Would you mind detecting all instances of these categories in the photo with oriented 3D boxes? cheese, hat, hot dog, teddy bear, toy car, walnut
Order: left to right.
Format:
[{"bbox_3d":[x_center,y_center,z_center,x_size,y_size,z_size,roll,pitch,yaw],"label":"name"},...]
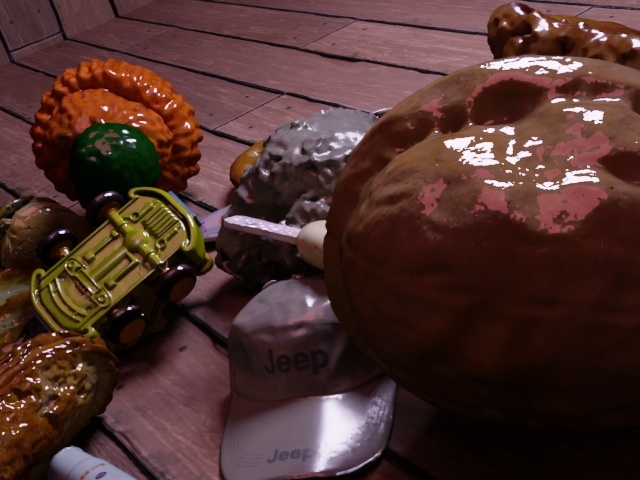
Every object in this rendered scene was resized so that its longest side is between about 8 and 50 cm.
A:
[{"bbox_3d":[-0.338,0.209,1.059,0.114,0.175,0.259,30,40,7],"label":"hot dog"},{"bbox_3d":[-0.352,-0.131,1.519,0.285,0.285,0.400,-13,18,9],"label":"hat"},{"bbox_3d":[-0.265,0.051,1.305,0.248,0.142,0.200,-39,60,-9],"label":"toy car"},{"bbox_3d":[-0.023,0.144,1.038,0.214,0.149,0.244,-13,17,9],"label":"hat"},{"bbox_3d":[0.000,0.000,1.134,0.255,0.050,0.127,15,18,26],"label":"cheese"},{"bbox_3d":[0.075,-0.044,1.294,0.367,0.224,0.357,29,49,35],"label":"teddy bear"},{"bbox_3d":[0.204,0.014,0.890,0.384,0.383,0.383,-13,28,7],"label":"walnut"}]

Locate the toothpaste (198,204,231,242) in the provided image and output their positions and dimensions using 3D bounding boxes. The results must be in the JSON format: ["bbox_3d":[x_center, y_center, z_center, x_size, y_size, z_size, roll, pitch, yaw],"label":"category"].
[{"bbox_3d":[-0.176,-0.021,1.498,0.301,0.048,0.075,-18,45,1],"label":"toothpaste"}]

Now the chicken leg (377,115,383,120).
[{"bbox_3d":[0.124,-0.183,1.630,0.093,0.053,0.205,10,39,2],"label":"chicken leg"}]

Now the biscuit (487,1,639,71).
[{"bbox_3d":[0.427,-0.168,1.185,0.343,0.166,0.395,4,19,-24],"label":"biscuit"}]

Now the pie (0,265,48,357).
[{"bbox_3d":[-0.509,0.150,1.322,0.288,0.103,0.354,-12,32,10],"label":"pie"}]

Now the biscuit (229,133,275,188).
[{"bbox_3d":[-0.046,-0.130,1.612,0.220,0.066,0.220,-16,28,9],"label":"biscuit"}]

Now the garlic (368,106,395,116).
[{"bbox_3d":[0.205,-0.203,1.496,0.148,0.128,0.266,-39,-25,33],"label":"garlic"}]

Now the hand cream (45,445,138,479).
[{"bbox_3d":[-0.162,0.287,0.938,0.331,0.058,0.085,18,25,41],"label":"hand cream"}]

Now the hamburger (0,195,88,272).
[{"bbox_3d":[-0.455,0.007,1.492,0.185,0.159,0.131,-7,21,-37],"label":"hamburger"}]
